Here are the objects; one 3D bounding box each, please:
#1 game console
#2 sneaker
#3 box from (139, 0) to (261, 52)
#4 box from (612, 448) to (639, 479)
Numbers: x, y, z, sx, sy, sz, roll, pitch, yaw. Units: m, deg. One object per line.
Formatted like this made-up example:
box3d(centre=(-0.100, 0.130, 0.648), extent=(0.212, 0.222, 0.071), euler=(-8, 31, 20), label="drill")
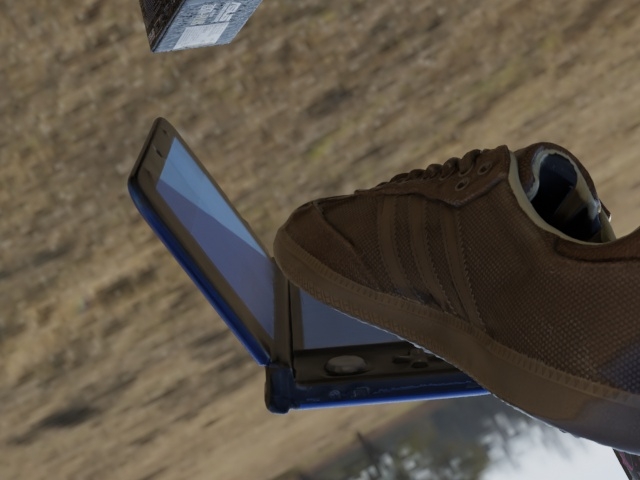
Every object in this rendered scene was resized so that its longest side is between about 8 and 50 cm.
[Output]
box3d(centre=(0.000, 0.000, 1.120), extent=(0.250, 0.173, 0.293), euler=(-5, -165, -1), label="game console")
box3d(centre=(0.053, 0.004, 0.453), extent=(0.066, 0.071, 0.188), euler=(19, -176, -34), label="sneaker")
box3d(centre=(-0.106, -0.261, 1.281), extent=(0.077, 0.147, 0.180), euler=(-11, 170, -21), label="box")
box3d(centre=(0.411, 0.246, 1.502), extent=(0.163, 0.247, 0.142), euler=(-24, 145, 0), label="box")
